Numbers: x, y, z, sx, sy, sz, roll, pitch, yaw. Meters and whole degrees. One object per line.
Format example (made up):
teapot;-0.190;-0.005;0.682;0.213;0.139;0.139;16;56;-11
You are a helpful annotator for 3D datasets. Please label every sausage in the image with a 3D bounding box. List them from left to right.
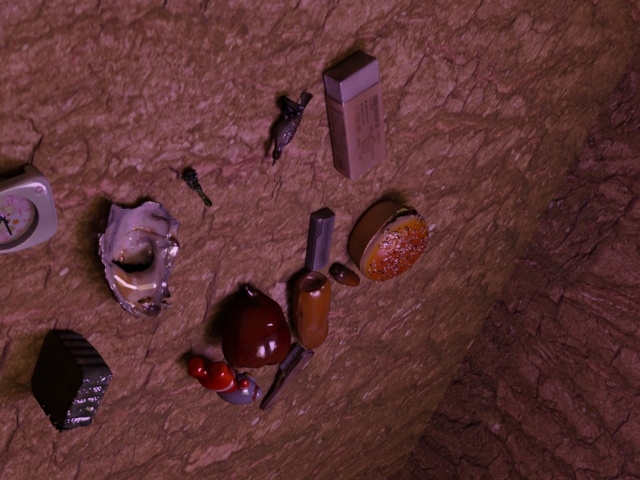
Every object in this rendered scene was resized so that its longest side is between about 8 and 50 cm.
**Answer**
sausage;-0.030;0.245;2.104;0.134;0.116;0.354;-45;153;-34

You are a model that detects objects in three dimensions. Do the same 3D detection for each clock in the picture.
clock;-0.592;-0.047;1.172;0.191;0.062;0.152;-25;140;-34

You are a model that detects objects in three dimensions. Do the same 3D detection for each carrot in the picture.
carrot;0.090;0.128;2.187;0.060;0.060;0.186;-53;151;2

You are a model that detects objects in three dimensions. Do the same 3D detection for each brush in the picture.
brush;-0.135;0.490;2.276;0.070;0.065;0.328;-8;137;-55

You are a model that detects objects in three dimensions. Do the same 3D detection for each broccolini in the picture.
broccolini;-0.288;-0.125;1.511;0.140;0.030;0.035;62;34;-60

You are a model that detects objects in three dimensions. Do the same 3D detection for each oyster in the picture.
oyster;-0.417;0.039;1.441;0.275;0.100;0.271;32;93;-45

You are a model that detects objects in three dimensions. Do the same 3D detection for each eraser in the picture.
eraser;0.096;-0.331;1.726;0.144;0.078;0.344;-37;144;-22

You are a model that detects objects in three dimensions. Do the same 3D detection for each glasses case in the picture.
glasses case;0.000;0.000;1.960;0.070;0.047;0.205;-24;139;-34

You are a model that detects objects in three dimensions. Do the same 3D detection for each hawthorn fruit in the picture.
hawthorn fruit;-0.192;0.248;1.846;0.208;0.208;0.249;-15;109;-43

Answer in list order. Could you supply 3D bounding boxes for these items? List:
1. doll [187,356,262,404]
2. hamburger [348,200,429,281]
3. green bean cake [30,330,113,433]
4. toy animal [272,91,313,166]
doll;-0.277;0.431;1.933;0.336;0.199;0.106;58;42;-57
hamburger;0.238;0.006;2.140;0.300;0.176;0.300;-32;144;-27
green bean cake;-0.569;0.319;1.455;0.094;0.173;0.182;2;119;-54
toy animal;-0.082;-0.274;1.574;0.105;0.070;0.203;-21;136;-67
